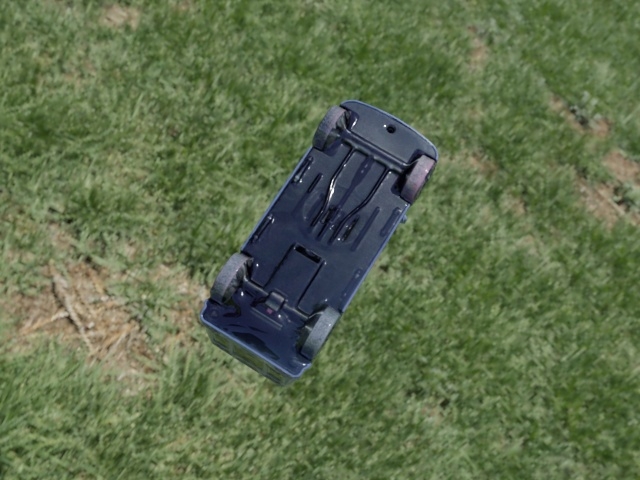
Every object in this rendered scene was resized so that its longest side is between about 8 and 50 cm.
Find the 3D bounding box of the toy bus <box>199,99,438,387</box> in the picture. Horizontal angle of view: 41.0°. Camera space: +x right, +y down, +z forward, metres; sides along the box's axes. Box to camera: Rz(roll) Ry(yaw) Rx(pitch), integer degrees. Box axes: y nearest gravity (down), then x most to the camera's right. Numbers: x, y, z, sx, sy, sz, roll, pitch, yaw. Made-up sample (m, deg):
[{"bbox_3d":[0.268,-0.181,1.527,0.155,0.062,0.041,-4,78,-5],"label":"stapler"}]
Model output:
[{"bbox_3d":[0.000,0.000,0.507,0.073,0.076,0.167,31,69,7],"label":"toy bus"}]
